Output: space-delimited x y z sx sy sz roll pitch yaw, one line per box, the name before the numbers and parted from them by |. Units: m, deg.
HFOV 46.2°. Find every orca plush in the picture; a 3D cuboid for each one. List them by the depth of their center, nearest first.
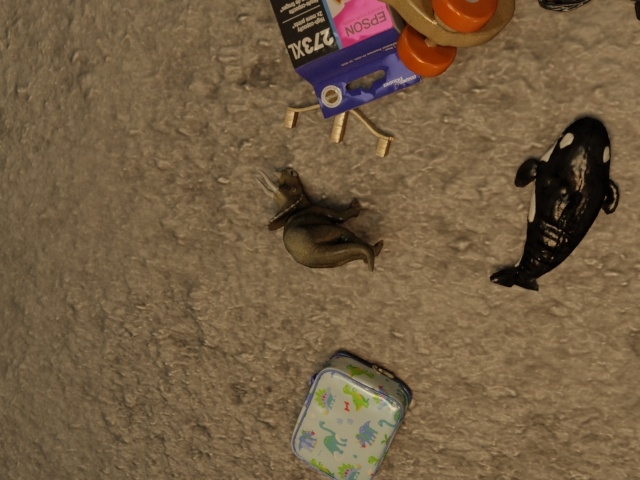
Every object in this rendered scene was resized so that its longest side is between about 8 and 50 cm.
orca plush | 0.340 -0.040 1.114 0.151 0.102 0.287 37 116 6

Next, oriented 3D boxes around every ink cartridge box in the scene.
ink cartridge box | 0.010 -0.385 1.142 0.176 0.069 0.370 -18 98 24

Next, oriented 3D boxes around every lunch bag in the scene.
lunch bag | 0.050 0.320 1.348 0.176 0.090 0.218 25 114 11

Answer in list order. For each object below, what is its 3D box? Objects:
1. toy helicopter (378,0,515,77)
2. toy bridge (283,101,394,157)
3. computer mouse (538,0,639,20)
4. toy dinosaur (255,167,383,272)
toy helicopter | 0.125 -0.415 1.028 0.355 0.235 0.140 44 153 1
toy bridge | 0.033 -0.191 1.226 0.188 0.026 0.063 19 111 16
computer mouse | 0.423 -0.331 1.031 0.242 0.041 0.071 15 113 23
toy dinosaur | 0.000 0.000 1.201 0.161 0.313 0.121 -2 123 -17
